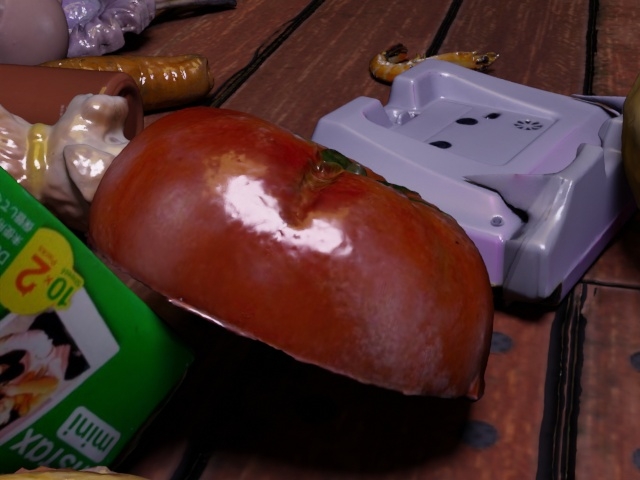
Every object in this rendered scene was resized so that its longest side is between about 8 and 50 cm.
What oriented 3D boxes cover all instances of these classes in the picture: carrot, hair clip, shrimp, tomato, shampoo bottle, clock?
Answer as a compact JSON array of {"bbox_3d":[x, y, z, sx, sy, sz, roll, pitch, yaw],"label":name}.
[{"bbox_3d":[-0.181,-0.137,0.861,0.186,0.060,0.060,-13,31,-26],"label":"carrot"},{"bbox_3d":[-0.216,-0.267,1.087,0.173,0.069,0.300,22,36,35],"label":"hair clip"},{"bbox_3d":[0.111,-0.178,0.966,0.127,0.025,0.091,-7,27,-6],"label":"shrimp"},{"bbox_3d":[-0.001,-0.003,0.490,0.225,0.085,0.225,23,5,-2],"label":"tomato"},{"bbox_3d":[-0.263,-0.101,0.767,0.244,0.085,0.085,8,29,14],"label":"shampoo bottle"},{"bbox_3d":[0.113,-0.052,0.671,0.186,0.083,0.253,16,33,29],"label":"clock"}]

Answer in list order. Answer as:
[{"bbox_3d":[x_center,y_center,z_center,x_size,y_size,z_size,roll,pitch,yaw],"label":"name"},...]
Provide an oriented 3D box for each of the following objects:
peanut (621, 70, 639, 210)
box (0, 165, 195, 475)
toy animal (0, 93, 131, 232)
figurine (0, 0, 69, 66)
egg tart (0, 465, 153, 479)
[{"bbox_3d":[0.245,-0.036,0.567,0.129,0.129,0.224,2,47,5],"label":"peanut"},{"bbox_3d":[-0.182,-0.002,0.408,0.180,0.250,0.103,29,74,42],"label":"box"},{"bbox_3d":[-0.203,-0.019,0.633,0.185,0.104,0.184,12,55,-13],"label":"toy animal"},{"bbox_3d":[-0.289,-0.182,0.874,0.125,0.125,0.138,10,33,18],"label":"figurine"},{"bbox_3d":[-0.082,0.157,0.258,0.297,0.132,0.297,4,14,-1],"label":"egg tart"}]
